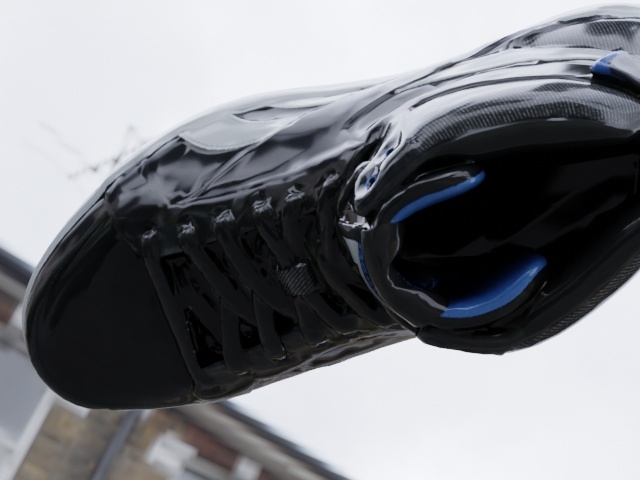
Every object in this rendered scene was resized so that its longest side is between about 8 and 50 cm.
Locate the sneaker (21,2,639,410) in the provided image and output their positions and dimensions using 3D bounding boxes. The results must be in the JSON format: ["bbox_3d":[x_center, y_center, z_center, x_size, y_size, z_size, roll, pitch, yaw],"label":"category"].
[{"bbox_3d":[0.000,0.000,0.512,0.217,0.121,0.079,-23,-81,16],"label":"sneaker"}]
